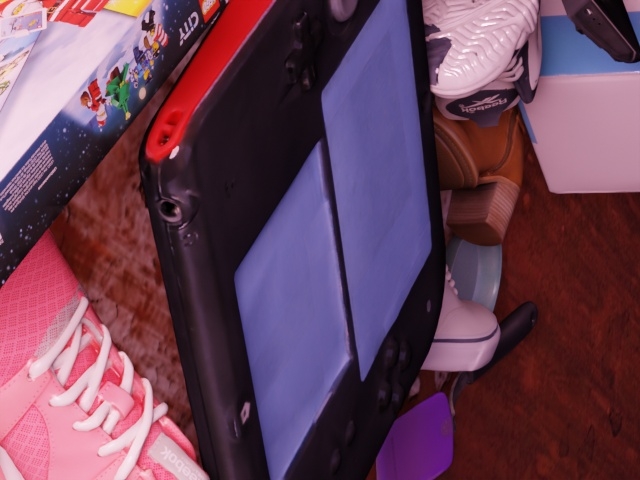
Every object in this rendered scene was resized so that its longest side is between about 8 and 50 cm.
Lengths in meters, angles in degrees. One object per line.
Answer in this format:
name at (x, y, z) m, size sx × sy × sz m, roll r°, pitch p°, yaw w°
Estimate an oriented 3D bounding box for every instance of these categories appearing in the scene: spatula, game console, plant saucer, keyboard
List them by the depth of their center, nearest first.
game console at (0.000, 0.000, 1.199) m, size 0.342 × 0.060 × 0.386 m, roll -65°, pitch 154°, yaw -47°
keyboard at (0.150, -0.282, 1.441) m, size 0.201 × 0.033 × 0.317 m, roll 37°, pitch 31°, yaw -52°
plant saucer at (0.126, 0.037, 1.708) m, size 0.119 × 0.021 × 0.119 m, roll -33°, pitch 129°, yaw -55°
spatula at (0.127, 0.130, 1.735) m, size 0.296 × 0.030 × 0.084 m, roll -45°, pitch 136°, yaw -49°

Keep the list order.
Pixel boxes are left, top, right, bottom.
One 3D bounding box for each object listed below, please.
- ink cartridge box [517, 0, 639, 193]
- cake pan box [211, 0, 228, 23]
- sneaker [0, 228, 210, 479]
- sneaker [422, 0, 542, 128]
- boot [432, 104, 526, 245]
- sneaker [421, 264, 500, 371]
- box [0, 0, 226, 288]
ink cartridge box at (0.284, -0.205, 1.674) m, size 0.198 × 0.197 × 0.270 m, roll 59°, pitch 35°, yaw -58°
cake pan box at (-0.001, -0.253, 1.292) m, size 0.267 × 0.070 × 0.246 m, roll -1°, pitch 103°, yaw -65°
sneaker at (-0.126, 0.097, 1.087) m, size 0.116 × 0.136 × 0.314 m, roll -58°, pitch 146°, yaw -40°
sneaker at (0.116, -0.129, 1.429) m, size 0.235 × 0.094 × 0.153 m, roll -82°, pitch 167°, yaw -55°
boot at (0.115, -0.103, 1.596) m, size 0.197 × 0.073 × 0.152 m, roll 52°, pitch 46°, yaw -56°
sneaker at (0.077, 0.050, 1.529) m, size 0.258 × 0.094 × 0.091 m, roll 0°, pitch 104°, yaw -63°
box at (-0.168, -0.068, 0.912) m, size 0.233 × 0.159 × 0.044 m, roll -56°, pitch 144°, yaw -39°
